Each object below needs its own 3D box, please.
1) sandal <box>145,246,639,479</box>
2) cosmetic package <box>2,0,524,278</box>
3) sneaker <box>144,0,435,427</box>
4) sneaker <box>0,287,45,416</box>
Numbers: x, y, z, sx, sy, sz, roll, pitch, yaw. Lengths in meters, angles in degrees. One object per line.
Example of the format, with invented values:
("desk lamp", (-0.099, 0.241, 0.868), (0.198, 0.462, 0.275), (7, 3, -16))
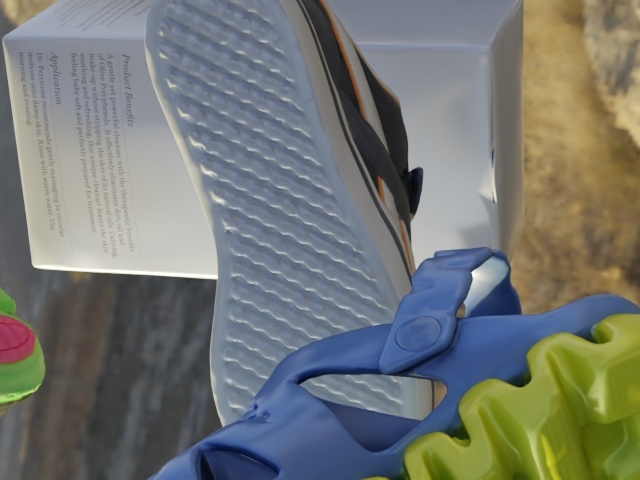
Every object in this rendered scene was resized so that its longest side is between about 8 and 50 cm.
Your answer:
("sandal", (0.008, 0.101, 0.692), (0.138, 0.317, 0.126), (54, 164, 49))
("cosmetic package", (-0.035, -0.080, 1.208), (0.155, 0.366, 0.197), (-58, -30, -63))
("sneaker", (0.000, 0.000, 0.889), (0.127, 0.126, 0.321), (-34, -66, -69))
("sneaker", (-0.375, 0.107, 0.794), (0.185, 0.483, 0.202), (55, 147, 33))
